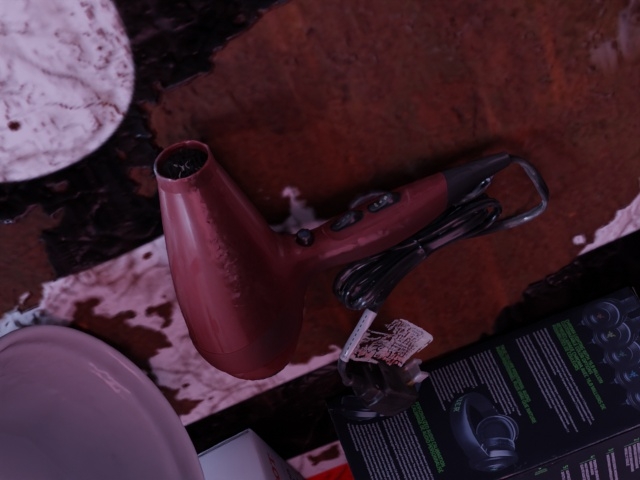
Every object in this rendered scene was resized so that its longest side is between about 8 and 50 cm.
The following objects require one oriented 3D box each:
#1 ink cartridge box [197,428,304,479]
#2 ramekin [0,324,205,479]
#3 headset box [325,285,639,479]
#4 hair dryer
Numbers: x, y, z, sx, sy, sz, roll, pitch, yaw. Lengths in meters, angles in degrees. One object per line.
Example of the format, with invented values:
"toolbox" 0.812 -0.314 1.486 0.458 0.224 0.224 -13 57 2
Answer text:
"ink cartridge box" -0.025 0.288 1.122 0.100 0.172 0.237 -30 136 8
"ramekin" -0.184 0.170 0.924 0.109 0.207 0.207 -35 137 27
"headset box" 0.178 0.195 1.139 0.283 0.131 0.246 -21 137 0
"hair dryer" 0.000 0.000 0.936 0.294 0.080 0.223 17 109 -41
